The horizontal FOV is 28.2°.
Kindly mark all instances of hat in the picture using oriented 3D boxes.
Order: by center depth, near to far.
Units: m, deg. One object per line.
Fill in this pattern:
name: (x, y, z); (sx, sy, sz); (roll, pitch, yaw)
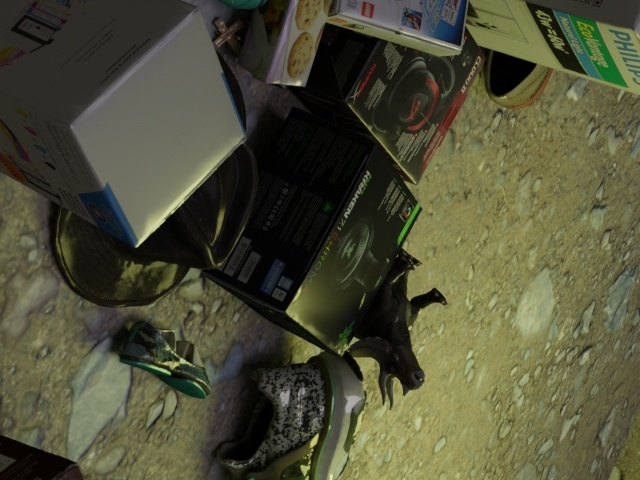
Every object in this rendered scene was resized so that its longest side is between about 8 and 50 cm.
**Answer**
hat: (-0.152, -0.058, 1.458); (0.331, 0.134, 0.331); (-34, 136, -41)

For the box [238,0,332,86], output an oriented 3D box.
box: (-0.011, -0.335, 1.452); (0.067, 0.063, 0.324); (-1, 118, -43)

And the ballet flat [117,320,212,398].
ballet flat: (-0.186, 0.149, 1.611); (0.070, 0.070, 0.188); (-61, 151, -8)

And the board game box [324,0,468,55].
board game box: (0.105, -0.395, 1.547); (0.193, 0.053, 0.305); (11, 85, -33)

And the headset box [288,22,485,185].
headset box: (0.099, -0.226, 1.729); (0.218, 0.110, 0.293); (-61, 147, -8)

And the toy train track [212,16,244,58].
toy train track: (-0.099, -0.230, 1.509); (0.048, 0.014, 0.083); (-42, 128, -6)

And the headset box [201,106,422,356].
headset box: (0.000, 0.000, 1.685); (0.246, 0.131, 0.283); (-61, 157, -8)

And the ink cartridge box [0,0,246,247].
ink cartridge box: (-0.225, -0.141, 1.204); (0.168, 0.232, 0.171); (-48, 144, -22)

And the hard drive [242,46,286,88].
hard drive: (-0.042, -0.268, 1.581); (0.135, 0.022, 0.094); (-63, 147, -5)

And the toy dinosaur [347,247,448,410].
toy dinosaur: (0.086, 0.092, 1.848); (0.160, 0.313, 0.121); (-43, 116, 7)

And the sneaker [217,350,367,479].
sneaker: (-0.078, 0.336, 1.863); (0.182, 0.158, 0.410); (7, 109, -24)

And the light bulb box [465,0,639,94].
light bulb box: (0.376, -0.431, 1.763); (0.358, 0.361, 0.225); (-62, 147, -5)

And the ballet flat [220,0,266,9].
ballet flat: (-0.078, -0.380, 1.408); (0.087, 0.083, 0.247); (2, 107, -41)

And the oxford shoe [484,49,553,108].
oxford shoe: (0.346, -0.366, 1.957); (0.130, 0.123, 0.348); (-20, 128, -72)

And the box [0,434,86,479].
box: (-0.332, 0.349, 1.382); (0.168, 0.167, 0.203); (-39, 121, -36)
